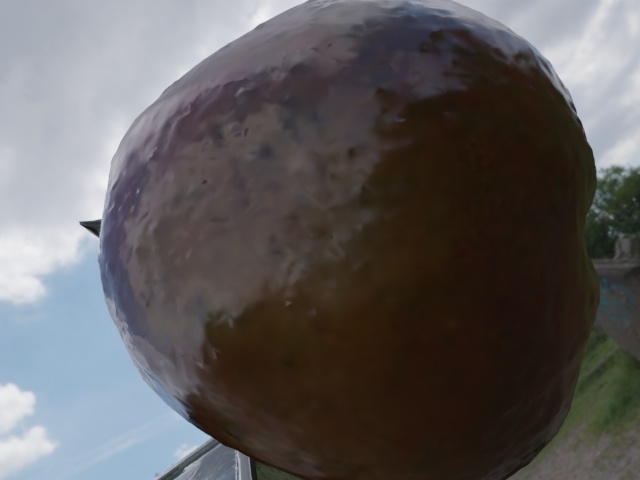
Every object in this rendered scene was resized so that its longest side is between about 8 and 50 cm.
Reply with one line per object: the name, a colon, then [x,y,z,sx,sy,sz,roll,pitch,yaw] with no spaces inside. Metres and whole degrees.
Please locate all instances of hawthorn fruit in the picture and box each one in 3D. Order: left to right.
hawthorn fruit: [0.000,0.000,0.488,0.403,0.403,0.403,-35,-24,-18]

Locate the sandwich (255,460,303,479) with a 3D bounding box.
sandwich: [0.045,0.329,0.865,0.271,0.099,0.301,-10,-42,24]

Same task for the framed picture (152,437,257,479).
framed picture: [-0.200,0.322,0.634,0.315,0.024,0.232,-36,8,-6]
